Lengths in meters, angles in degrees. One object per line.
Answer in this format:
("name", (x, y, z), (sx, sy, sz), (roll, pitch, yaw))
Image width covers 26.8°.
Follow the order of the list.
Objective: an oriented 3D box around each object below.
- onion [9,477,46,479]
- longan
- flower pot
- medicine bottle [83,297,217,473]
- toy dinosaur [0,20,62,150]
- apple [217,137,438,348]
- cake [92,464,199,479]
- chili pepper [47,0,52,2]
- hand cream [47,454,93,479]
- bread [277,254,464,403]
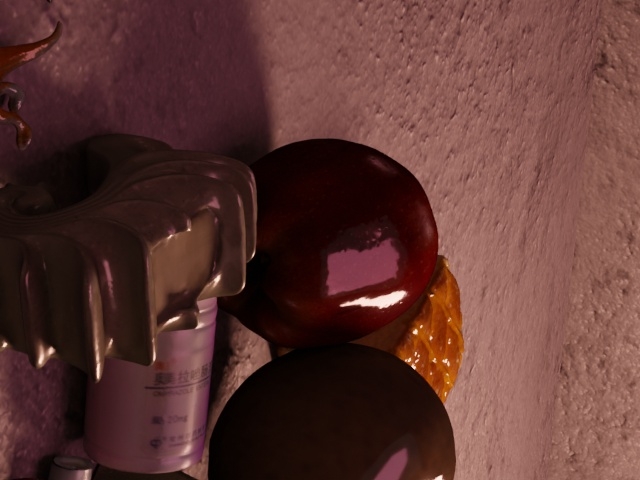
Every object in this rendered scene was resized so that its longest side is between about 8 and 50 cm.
("onion", (-0.339, 0.403, 1.456), (0.273, 0.285, 0.273), (160, -90, -85))
("longan", (0.016, 0.314, 1.862), (0.361, 0.361, 0.361), (-36, 133, -53))
("flower pot", (-0.218, -0.003, 1.434), (0.367, 0.254, 0.164), (-38, 134, -50))
("medicine bottle", (-0.206, 0.137, 1.632), (0.152, 0.152, 0.254), (-18, 118, -60))
("toy dinosaur", (-0.350, -0.160, 1.348), (0.142, 0.057, 0.212), (35, 57, -41))
("apple", (0.000, 0.000, 1.833), (0.317, 0.288, 0.288), (-21, 121, -44))
("cake", (-0.190, 0.411, 1.772), (0.158, 0.172, 0.283), (-63, 152, -23))
("chili pepper", (-0.286, -0.294, 1.427), (0.027, 0.022, 0.083), (22, 77, -62))
("hand cream", (-0.332, 0.423, 1.629), (0.085, 0.058, 0.331), (-2, 108, -58))
("bread", (0.092, 0.186, 2.177), (0.279, 0.207, 0.279), (-54, 144, -41))
